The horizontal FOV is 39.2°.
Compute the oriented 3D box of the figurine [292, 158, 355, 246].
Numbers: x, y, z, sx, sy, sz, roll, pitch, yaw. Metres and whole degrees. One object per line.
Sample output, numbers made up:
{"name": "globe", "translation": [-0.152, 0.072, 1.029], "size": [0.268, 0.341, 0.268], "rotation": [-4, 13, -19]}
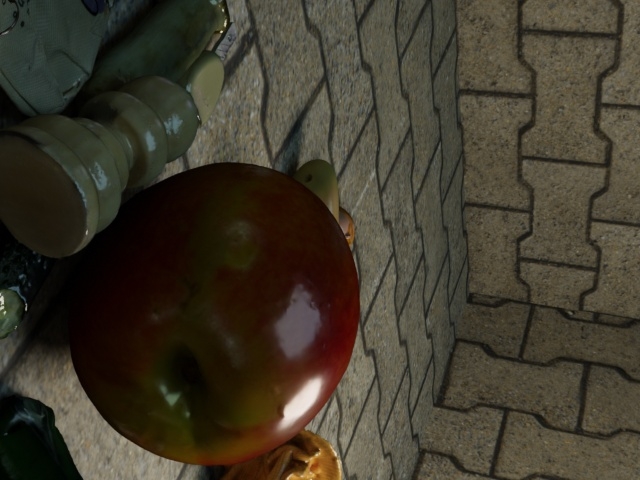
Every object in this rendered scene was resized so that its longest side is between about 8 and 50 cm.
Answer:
{"name": "figurine", "translation": [0.000, 0.000, 1.778], "size": [0.222, 0.124, 0.324], "rotation": [-25, 117, -66]}

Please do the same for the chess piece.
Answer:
{"name": "chess piece", "translation": [-0.231, -0.104, 0.983], "size": [0.261, 0.143, 0.142], "rotation": [-47, 141, -47]}

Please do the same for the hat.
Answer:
{"name": "hat", "translation": [-0.098, 0.477, 1.571], "size": [0.233, 0.244, 0.233], "rotation": [52, 43, -18]}

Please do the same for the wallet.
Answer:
{"name": "wallet", "translation": [-0.274, -0.281, 0.933], "size": [0.275, 0.068, 0.335], "rotation": [99, 3, -67]}

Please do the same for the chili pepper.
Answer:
{"name": "chili pepper", "translation": [-0.305, 0.275, 1.036], "size": [0.216, 0.062, 0.108], "rotation": [56, 21, 11]}

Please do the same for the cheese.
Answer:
{"name": "cheese", "translation": [-0.165, -0.258, 1.346], "size": [0.097, 0.037, 0.192], "rotation": [75, 31, -49]}

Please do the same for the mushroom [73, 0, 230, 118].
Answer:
{"name": "mushroom", "translation": [-0.213, -0.247, 1.171], "size": [0.312, 0.081, 0.100], "rotation": [-59, 147, -38]}

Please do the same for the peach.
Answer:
{"name": "peach", "translation": [-0.125, 0.078, 1.139], "size": [0.388, 0.388, 0.388], "rotation": [8, 90, -70]}

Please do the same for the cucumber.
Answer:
{"name": "cucumber", "translation": [-0.317, -0.006, 0.993], "size": [0.074, 0.075, 0.241], "rotation": [74, 29, -48]}
